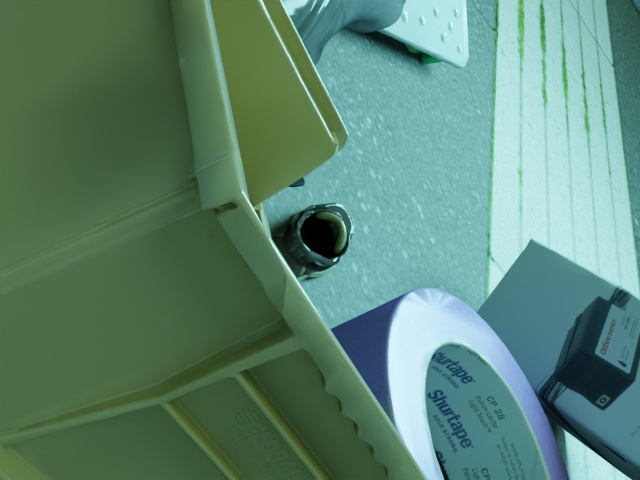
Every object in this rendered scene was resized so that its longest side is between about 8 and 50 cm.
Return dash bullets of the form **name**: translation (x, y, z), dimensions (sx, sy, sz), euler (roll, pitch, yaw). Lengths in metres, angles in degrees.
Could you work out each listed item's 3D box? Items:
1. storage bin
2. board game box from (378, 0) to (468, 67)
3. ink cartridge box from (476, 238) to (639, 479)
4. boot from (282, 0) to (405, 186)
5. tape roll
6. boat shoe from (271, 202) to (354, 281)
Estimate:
- **storage bin**: translation (-0.051, -0.005, 0.504), dimensions (0.260, 0.123, 0.262), euler (59, 12, -46)
- **board game box**: translation (0.043, -0.403, 1.279), dimensions (0.390, 0.050, 0.390), euler (9, 77, -59)
- **ink cartridge box**: translation (0.305, 0.152, 1.113), dimensions (0.223, 0.129, 0.307), euler (40, -3, -38)
- **boot**: translation (-0.027, -0.146, 0.962), dimensions (0.338, 0.118, 0.223), euler (10, 84, -65)
- **tape roll**: translation (0.093, 0.177, 0.923), dimensions (0.275, 0.090, 0.275), euler (42, 34, -37)
- **boat shoe**: translation (0.000, 0.000, 0.960), dimensions (0.056, 0.049, 0.152), euler (60, 26, -5)
